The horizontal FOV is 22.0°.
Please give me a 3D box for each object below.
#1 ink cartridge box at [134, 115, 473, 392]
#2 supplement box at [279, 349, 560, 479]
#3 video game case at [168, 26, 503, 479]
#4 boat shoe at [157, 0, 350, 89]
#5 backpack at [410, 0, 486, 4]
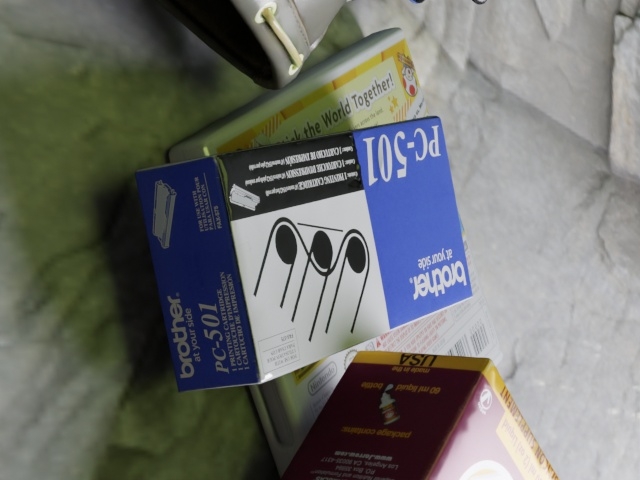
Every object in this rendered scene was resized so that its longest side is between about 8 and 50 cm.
[{"bbox_3d":[0.000,0.000,0.762,0.207,0.046,0.097,-15,95,-59],"label":"ink cartridge box"},{"bbox_3d":[0.027,0.152,0.738,0.188,0.081,0.104,-57,130,-33],"label":"supplement box"},{"bbox_3d":[0.018,0.014,0.858,0.227,0.026,0.206,-37,113,-56],"label":"video game case"},{"bbox_3d":[-0.080,-0.154,0.666,0.305,0.109,0.091,29,84,-52],"label":"boat shoe"},{"bbox_3d":[0.041,-0.194,0.902,0.114,0.084,0.105,39,48,-54],"label":"backpack"}]
